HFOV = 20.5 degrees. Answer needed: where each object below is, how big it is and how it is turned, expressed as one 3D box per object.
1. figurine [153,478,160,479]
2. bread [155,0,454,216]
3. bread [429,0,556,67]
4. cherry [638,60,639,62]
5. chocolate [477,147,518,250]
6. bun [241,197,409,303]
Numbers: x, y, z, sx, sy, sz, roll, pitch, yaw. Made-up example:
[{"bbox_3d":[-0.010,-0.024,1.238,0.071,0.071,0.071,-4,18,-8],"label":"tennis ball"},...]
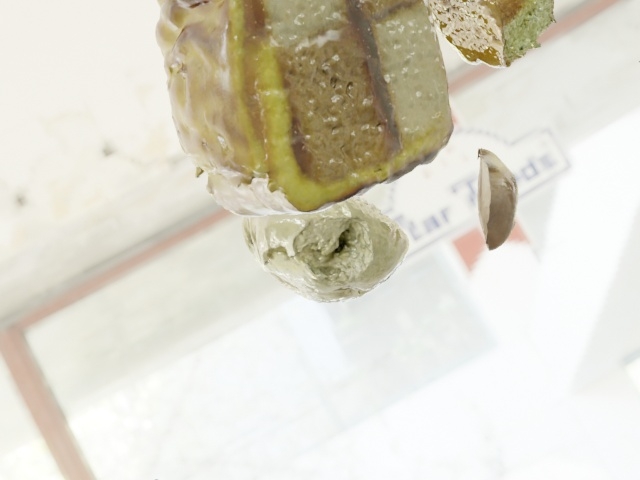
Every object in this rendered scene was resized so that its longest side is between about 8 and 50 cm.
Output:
[{"bbox_3d":[-0.149,0.254,1.537,0.079,0.114,0.114,18,-43,-33],"label":"figurine"},{"bbox_3d":[-0.011,-0.133,1.102,0.181,0.222,0.096,-20,11,-36],"label":"bread"},{"bbox_3d":[0.142,-0.214,1.541,0.069,0.128,0.140,-43,16,-16],"label":"bread"},{"bbox_3d":[0.513,-0.194,2.114,0.236,0.285,0.213,-55,-43,-32],"label":"cherry"},{"bbox_3d":[0.144,-0.034,1.434,0.031,0.064,0.100,3,17,-2],"label":"chocolate"},{"bbox_3d":[0.000,0.000,1.870,0.128,0.178,0.193,-56,10,1],"label":"bun"}]
